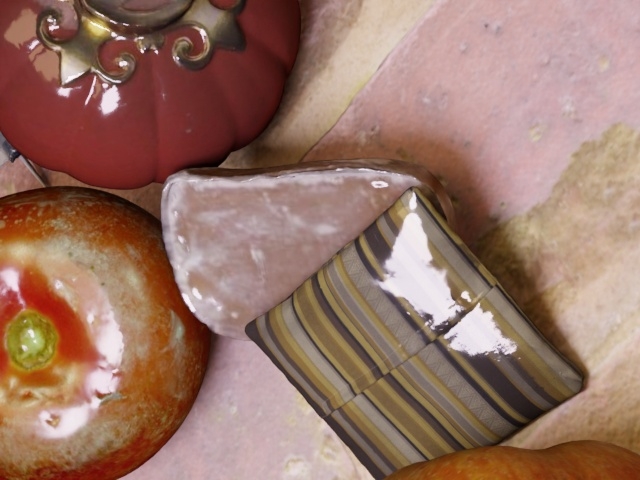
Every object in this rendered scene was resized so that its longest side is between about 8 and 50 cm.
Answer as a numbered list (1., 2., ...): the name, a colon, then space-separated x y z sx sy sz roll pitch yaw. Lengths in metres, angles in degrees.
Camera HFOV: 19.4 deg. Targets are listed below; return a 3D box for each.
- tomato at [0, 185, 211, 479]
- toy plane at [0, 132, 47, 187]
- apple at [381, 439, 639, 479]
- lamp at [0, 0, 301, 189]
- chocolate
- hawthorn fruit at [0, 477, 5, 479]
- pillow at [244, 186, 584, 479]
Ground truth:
1. tomato: -0.227 0.085 1.669 0.270 0.222 0.270 1 93 11
2. toy plane: -0.343 -0.144 1.878 0.160 0.082 0.234 -38 61 -1
3. apple: 0.139 0.257 1.334 0.309 0.277 0.250 -33 54 17
4. lamp: -0.166 -0.192 1.615 0.257 0.303 0.303 124 138 -72
5. chocolate: 0.000 -0.002 1.557 0.254 0.080 0.157 -2 115 22
6. hawthorn fruit: -0.280 0.299 1.710 0.189 0.189 0.251 -40 71 28
7. pillow: 0.071 0.093 1.498 0.208 0.052 0.212 48 121 -4
